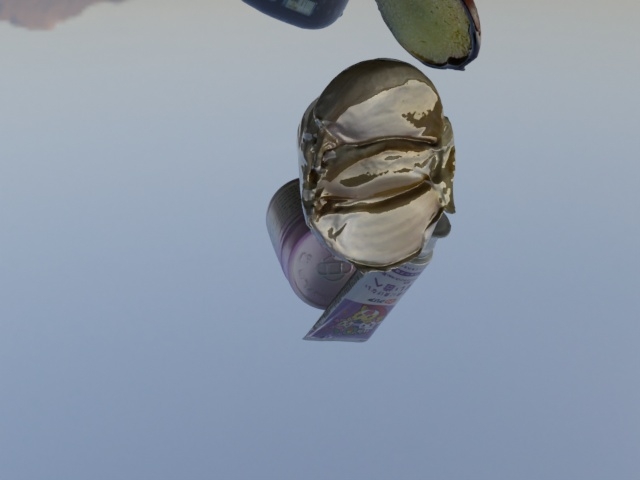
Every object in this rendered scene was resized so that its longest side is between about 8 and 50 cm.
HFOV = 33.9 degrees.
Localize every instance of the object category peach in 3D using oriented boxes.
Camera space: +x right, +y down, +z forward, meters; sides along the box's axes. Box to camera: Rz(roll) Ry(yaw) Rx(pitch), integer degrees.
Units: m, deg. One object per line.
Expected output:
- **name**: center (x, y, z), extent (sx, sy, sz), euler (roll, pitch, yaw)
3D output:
- **peach**: center (0.192, -0.429, 1.906), extent (0.068, 0.279, 0.189), euler (-35, 176, -39)

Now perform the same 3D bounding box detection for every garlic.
- **garlic**: center (0.043, -0.089, 1.134), extent (0.178, 0.229, 0.143), euler (-7, -153, -25)

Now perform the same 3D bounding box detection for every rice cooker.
- **rice cooker**: center (-0.033, -0.577, 2.173), extent (0.224, 0.267, 0.267), euler (17, -164, -11)

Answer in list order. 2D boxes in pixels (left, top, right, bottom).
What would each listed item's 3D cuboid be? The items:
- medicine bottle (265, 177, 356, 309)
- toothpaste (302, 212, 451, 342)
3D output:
- **medicine bottle**: center (0.000, 0.000, 1.693), extent (0.152, 0.152, 0.254), euler (-2, -160, -10)
- **toothpaste**: center (0.083, 0.064, 1.498), extent (0.114, 0.299, 0.073), euler (3, -131, -31)
